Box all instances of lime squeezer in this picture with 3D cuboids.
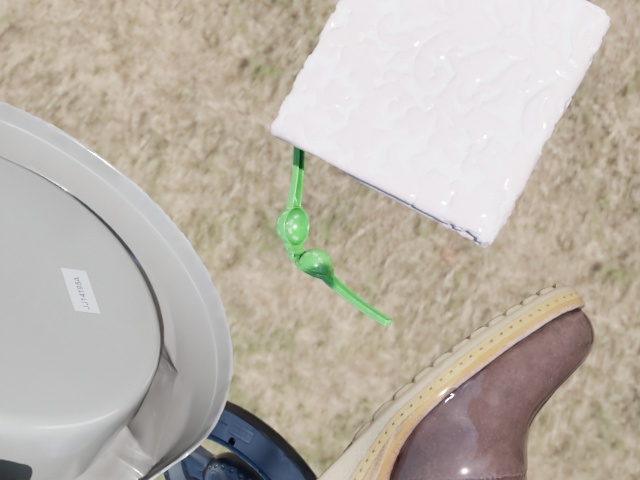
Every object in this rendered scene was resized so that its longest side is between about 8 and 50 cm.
[{"bbox_3d":[0.000,0.000,1.570,0.110,0.059,0.310,-29,73,19],"label":"lime squeezer"}]

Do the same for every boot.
[{"bbox_3d":[0.084,0.164,0.497,0.207,0.248,0.090,45,172,10],"label":"boot"}]

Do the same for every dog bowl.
[{"bbox_3d":[-0.230,0.045,0.733,0.349,0.349,0.102,36,119,-9],"label":"dog bowl"}]

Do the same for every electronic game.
[{"bbox_3d":[-0.074,0.248,1.110,0.229,0.048,0.229,25,136,27],"label":"electronic game"}]

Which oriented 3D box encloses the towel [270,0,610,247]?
[{"bbox_3d":[0.145,-0.200,1.387,0.317,0.332,0.053,27,171,12],"label":"towel"}]
